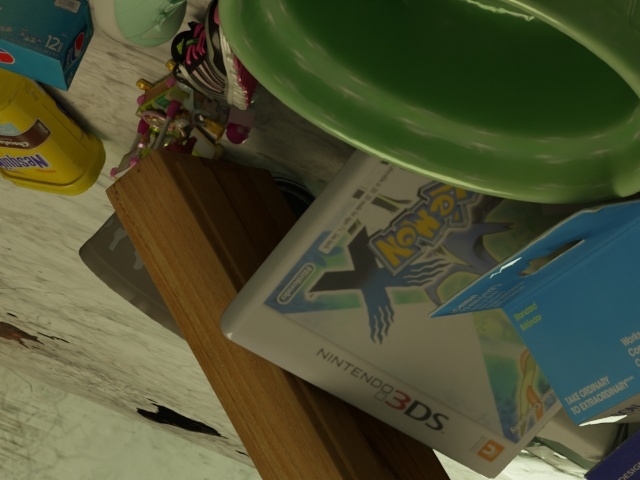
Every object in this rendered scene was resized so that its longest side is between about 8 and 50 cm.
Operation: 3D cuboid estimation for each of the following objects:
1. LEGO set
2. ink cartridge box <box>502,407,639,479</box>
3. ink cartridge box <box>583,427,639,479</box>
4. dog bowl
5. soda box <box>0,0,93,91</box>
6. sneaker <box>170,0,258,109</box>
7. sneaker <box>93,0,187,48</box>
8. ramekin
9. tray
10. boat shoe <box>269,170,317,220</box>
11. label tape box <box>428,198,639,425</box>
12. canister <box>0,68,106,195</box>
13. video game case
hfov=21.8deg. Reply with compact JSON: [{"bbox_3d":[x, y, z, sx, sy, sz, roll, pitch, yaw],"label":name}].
[{"bbox_3d":[-0.139,-0.079,1.635,0.132,0.107,0.287,21,162,1],"label":"LEGO set"},{"bbox_3d":[0.212,0.149,1.619,0.289,0.121,0.211,33,158,-30],"label":"ink cartridge box"},{"bbox_3d":[0.456,0.209,1.546,0.307,0.303,0.072,33,-157,-34],"label":"ink cartridge box"},{"bbox_3d":[-0.084,0.055,1.786,0.349,0.102,0.349,31,-175,-3],"label":"dog bowl"},{"bbox_3d":[-0.319,-0.212,1.525,0.210,0.067,0.071,20,162,5],"label":"soda box"},{"bbox_3d":[-0.094,-0.161,1.420,0.075,0.063,0.170,14,166,5],"label":"sneaker"},{"bbox_3d":[-0.089,-0.199,1.261,0.151,0.094,0.256,19,162,6],"label":"sneaker"},{"bbox_3d":[0.100,-0.159,1.075,0.303,0.148,0.303,19,162,7],"label":"ramekin"},{"bbox_3d":[-0.021,0.109,1.488,0.076,0.411,0.203,-37,161,21],"label":"tray"},{"bbox_3d":[0.000,0.000,1.716,0.183,0.065,0.083,44,178,-35],"label":"boat shoe"},{"bbox_3d":[0.294,0.057,1.247,0.348,0.115,0.249,-2,160,-25],"label":"label tape box"},{"bbox_3d":[-0.324,-0.123,1.776,0.126,0.073,0.170,10,157,30],"label":"canister"},{"bbox_3d":[0.132,0.020,1.360,0.300,0.329,0.036,30,-159,-25],"label":"video game case"}]
